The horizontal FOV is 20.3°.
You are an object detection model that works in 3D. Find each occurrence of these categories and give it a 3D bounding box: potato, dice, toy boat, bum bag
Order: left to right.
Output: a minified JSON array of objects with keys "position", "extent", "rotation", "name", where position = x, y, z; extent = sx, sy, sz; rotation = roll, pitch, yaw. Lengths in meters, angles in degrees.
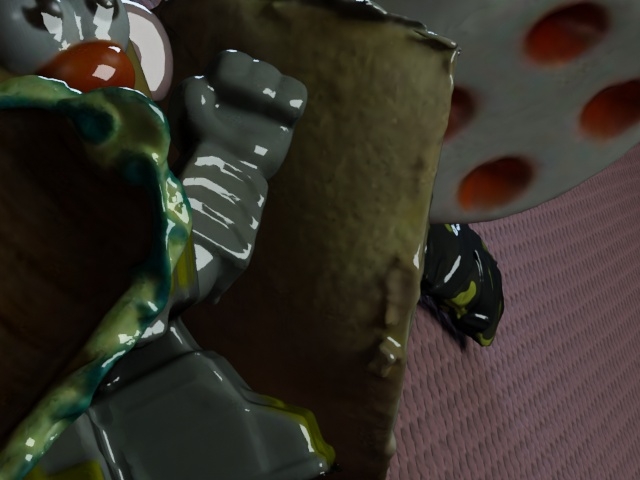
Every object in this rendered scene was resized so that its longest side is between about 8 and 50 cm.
[{"position":[-0.152,0.064,0.603],"extent":[0.108,0.099,0.293],"rotation":[40,60,-9],"name":"toy boat"},{"position":[-0.037,0.005,0.989],"extent":[0.211,0.189,0.264],"rotation":[88,11,-86],"name":"potato"},{"position":[0.094,-0.208,1.404],"extent":[0.304,0.277,0.304],"rotation":[42,20,-58],"name":"dice"},{"position":[0.115,0.022,1.594],"extent":[0.232,0.060,0.106],"rotation":[40,40,-50],"name":"bum bag"}]

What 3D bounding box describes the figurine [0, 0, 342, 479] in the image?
[{"position":[-0.125,-0.003,0.769],"extent":[0.342,0.167,0.284],"rotation":[-5,75,-67],"name":"figurine"}]
